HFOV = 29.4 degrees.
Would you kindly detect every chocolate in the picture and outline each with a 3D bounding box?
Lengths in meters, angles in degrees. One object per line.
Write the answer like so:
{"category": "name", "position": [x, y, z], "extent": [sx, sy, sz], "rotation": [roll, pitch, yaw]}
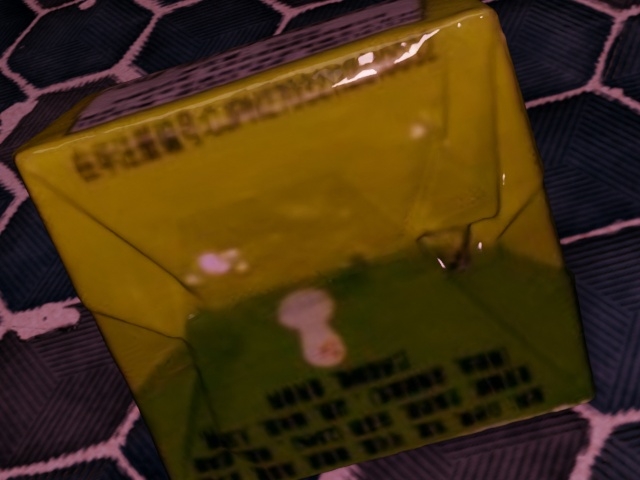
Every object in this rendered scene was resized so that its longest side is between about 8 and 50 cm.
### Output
{"category": "chocolate", "position": [0.000, 0.000, 0.800], "extent": [0.301, 0.288, 0.137], "rotation": [-16, 30, 8]}
